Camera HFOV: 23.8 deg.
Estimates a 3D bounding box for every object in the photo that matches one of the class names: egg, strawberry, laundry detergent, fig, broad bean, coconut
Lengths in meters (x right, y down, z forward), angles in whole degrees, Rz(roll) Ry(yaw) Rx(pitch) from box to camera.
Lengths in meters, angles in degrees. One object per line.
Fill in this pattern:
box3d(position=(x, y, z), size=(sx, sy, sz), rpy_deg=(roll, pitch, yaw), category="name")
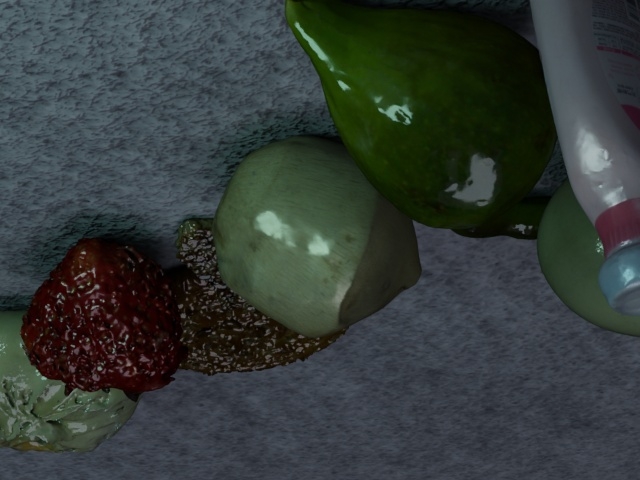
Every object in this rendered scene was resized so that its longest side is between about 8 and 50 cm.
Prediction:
box3d(position=(0.368, -0.002, 1.632), size=(0.269, 0.219, 0.219), rpy_deg=(-12, 152, -2), category="egg")
box3d(position=(-0.246, 0.083, 1.731), size=(0.184, 0.187, 0.201), rpy_deg=(-31, 146, -30), category="strawberry")
box3d(position=(0.254, -0.097, 1.302), size=(0.088, 0.335, 0.159), rpy_deg=(-27, 146, 35), category="laundry detergent")
box3d(position=(0.076, -0.135, 1.383), size=(0.275, 0.206, 0.206), rpy_deg=(29, 141, -15), category="fig")
box3d(position=(0.238, -0.028, 1.739), size=(0.255, 0.046, 0.065), rpy_deg=(-2, 145, -11), category="broad bean")
box3d(position=(0.000, 0.000, 1.594), size=(0.224, 0.224, 0.224), rpy_deg=(-4, 152, -2), category="coconut")

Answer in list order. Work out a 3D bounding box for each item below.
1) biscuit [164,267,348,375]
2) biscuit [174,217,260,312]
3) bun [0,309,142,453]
box3d(position=(-0.107, 0.106, 1.935), size=(0.305, 0.038, 0.305), rpy_deg=(-5, 152, -2), category="biscuit")
box3d(position=(-0.064, 0.037, 1.785), size=(0.237, 0.026, 0.131), rpy_deg=(6, 130, -22), category="biscuit")
box3d(position=(-0.371, 0.195, 1.928), size=(0.287, 0.146, 0.287), rpy_deg=(2, 152, 1), category="bun")
